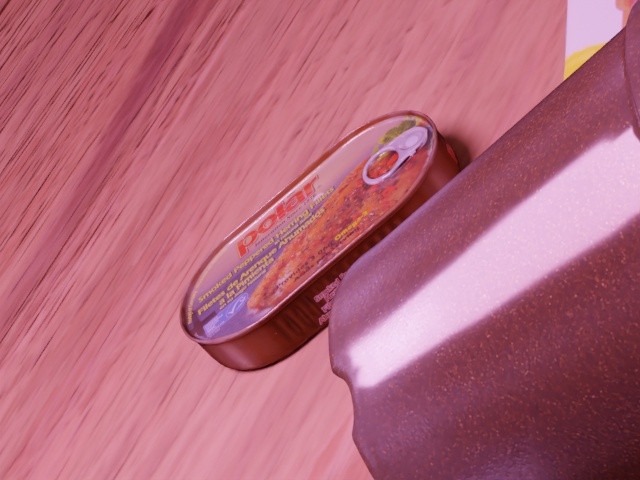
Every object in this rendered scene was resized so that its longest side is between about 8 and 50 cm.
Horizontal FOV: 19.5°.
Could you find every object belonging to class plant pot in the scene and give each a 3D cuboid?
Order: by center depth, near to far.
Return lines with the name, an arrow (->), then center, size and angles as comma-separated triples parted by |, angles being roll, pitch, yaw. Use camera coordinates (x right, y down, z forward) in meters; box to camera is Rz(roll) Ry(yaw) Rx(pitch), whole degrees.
plant pot -> 0.102, 0.015, 0.520 | 0.165, 0.167, 0.167 | -36, 29, 31

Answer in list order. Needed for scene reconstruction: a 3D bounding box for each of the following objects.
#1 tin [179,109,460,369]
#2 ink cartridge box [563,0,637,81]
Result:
tin -> 0.000, 0.000, 1.086 | 0.190, 0.040, 0.106 | -40, 33, 5
ink cartridge box -> 0.245, -0.047, 0.723 | 0.279, 0.160, 0.384 | -26, 34, 29
